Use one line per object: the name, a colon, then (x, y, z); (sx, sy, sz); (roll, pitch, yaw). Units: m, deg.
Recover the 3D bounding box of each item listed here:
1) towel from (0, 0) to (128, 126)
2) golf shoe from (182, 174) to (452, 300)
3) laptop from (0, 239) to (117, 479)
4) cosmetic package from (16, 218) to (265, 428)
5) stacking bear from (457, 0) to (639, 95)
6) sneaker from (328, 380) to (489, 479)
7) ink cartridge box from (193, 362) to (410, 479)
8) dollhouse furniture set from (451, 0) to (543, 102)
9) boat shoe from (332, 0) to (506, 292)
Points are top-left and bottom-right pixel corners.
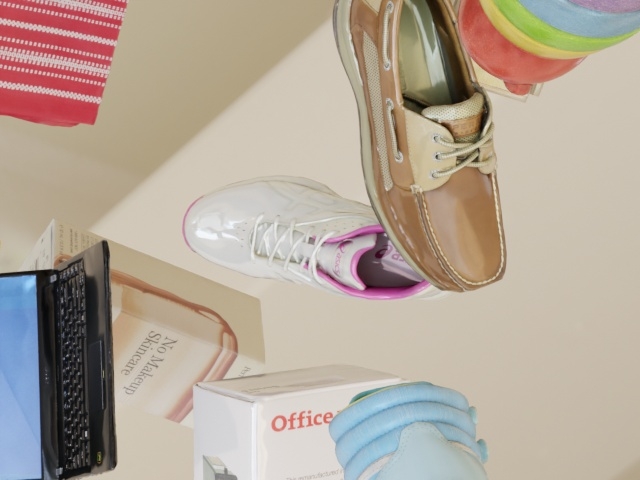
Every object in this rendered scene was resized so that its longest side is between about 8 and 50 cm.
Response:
towel: (-0.262, -0.243, 1.846); (0.031, 0.275, 0.199); (27, -165, 40)
golf shoe: (0.000, 0.000, 2.007); (0.306, 0.115, 0.140); (7, -172, 9)
laptop: (-0.318, 0.135, 2.015); (0.136, 0.264, 0.234); (1, -101, -25)
cosmetic package: (-0.232, 0.110, 2.400); (0.296, 0.153, 0.129); (21, -145, -23)
stacking bear: (0.193, -0.210, 1.498); (0.175, 0.164, 0.289); (67, 160, 12)
sneaker: (0.082, 0.227, 1.446); (0.319, 0.127, 0.208); (90, 167, -49)
ink cartridge box: (-0.019, 0.271, 1.959); (0.198, 0.115, 0.273); (-5, -81, -37)
dollhouse furniture set: (0.157, -0.253, 2.005); (0.212, 0.161, 0.242); (15, -169, -17)
boat shoe: (0.104, -0.107, 1.844); (0.120, 0.122, 0.324); (-6, 106, 64)
